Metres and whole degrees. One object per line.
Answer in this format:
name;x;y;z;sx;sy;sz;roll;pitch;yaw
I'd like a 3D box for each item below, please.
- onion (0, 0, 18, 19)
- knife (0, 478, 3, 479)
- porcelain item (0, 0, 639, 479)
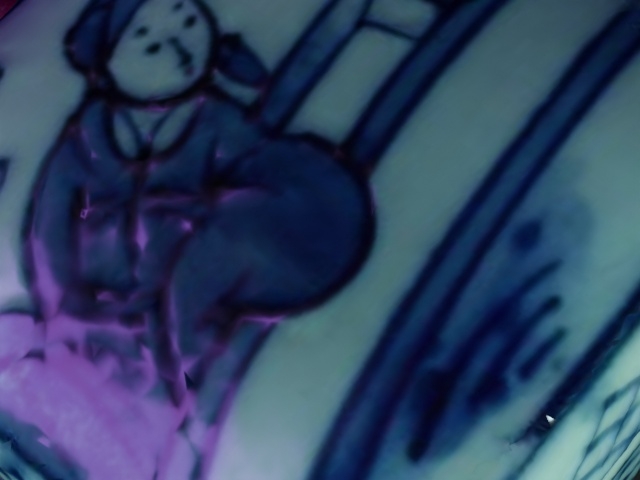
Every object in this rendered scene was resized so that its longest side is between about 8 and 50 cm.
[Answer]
onion;-0.187;-0.082;0.880;0.177;0.177;0.153;-41;8;32
knife;-0.155;0.168;0.863;0.210;0.015;0.028;11;78;50
porcelain item;0.000;0.000;0.530;0.286;0.157;0.281;37;77;24
